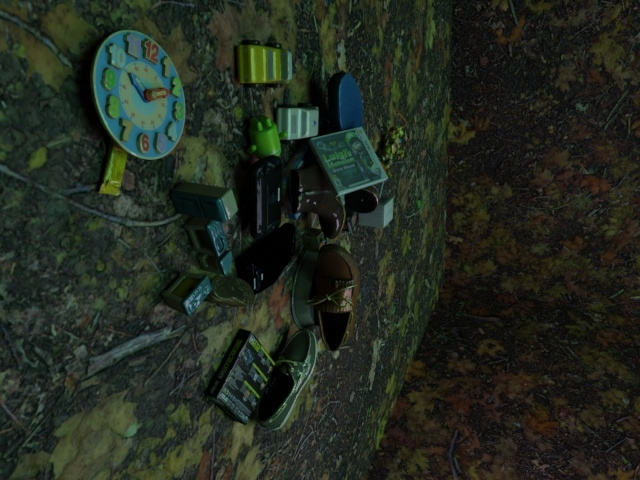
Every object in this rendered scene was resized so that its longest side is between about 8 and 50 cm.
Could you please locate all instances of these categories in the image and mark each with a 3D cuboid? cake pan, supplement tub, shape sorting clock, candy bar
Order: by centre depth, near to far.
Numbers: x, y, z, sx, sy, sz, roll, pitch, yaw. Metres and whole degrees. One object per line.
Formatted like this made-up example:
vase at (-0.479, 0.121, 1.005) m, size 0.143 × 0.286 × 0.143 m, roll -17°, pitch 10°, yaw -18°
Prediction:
candy bar at (-0.333, -0.153, 0.790) m, size 0.040 × 0.018 × 0.161 m, roll 13°, pitch 87°, yaw -64°
shape sorting clock at (-0.291, -0.238, 0.791) m, size 0.206 × 0.041 × 0.206 m, roll -4°, pitch 90°, yaw -67°
supplement tub at (0.138, -0.181, 1.432) m, size 0.106 × 0.106 × 0.197 m, roll 72°, pitch 26°, yaw -45°
cake pan at (-0.001, 0.150, 1.564) m, size 0.293 × 0.054 × 0.292 m, roll -36°, pitch 131°, yaw -56°

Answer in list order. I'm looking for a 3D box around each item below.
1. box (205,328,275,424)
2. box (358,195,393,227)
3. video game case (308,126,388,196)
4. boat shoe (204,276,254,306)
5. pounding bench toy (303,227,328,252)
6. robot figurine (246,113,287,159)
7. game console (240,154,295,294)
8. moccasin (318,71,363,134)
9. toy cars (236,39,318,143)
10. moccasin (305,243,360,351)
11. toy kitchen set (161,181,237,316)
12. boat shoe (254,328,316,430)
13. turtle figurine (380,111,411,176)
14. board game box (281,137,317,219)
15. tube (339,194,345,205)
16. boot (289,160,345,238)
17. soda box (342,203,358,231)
box at (-0.199, 0.353, 1.234) m, size 0.190 × 0.045 × 0.184 m, roll 67°, pitch 38°, yaw -48°
box at (0.197, -0.106, 1.701) m, size 0.101 × 0.102 × 0.087 m, roll -41°, pitch 134°, yaw -56°
video game case at (0.080, -0.222, 1.324) m, size 0.191 × 0.022 × 0.173 m, roll -21°, pitch 81°, yaw -33°
boat shoe at (-0.215, 0.122, 1.099) m, size 0.178 × 0.060 × 0.064 m, roll 26°, pitch 48°, yaw -62°
pounding bench toy at (0.000, 0.000, 1.473) m, size 0.065 × 0.083 × 0.052 m, roll -46°, pitch 139°, yaw -49°
robot figurine at (-0.131, -0.237, 1.129) m, size 0.101 × 0.067 × 0.115 m, roll -31°, pitch 134°, yaw -24°
game console at (-0.127, -0.039, 1.193) m, size 0.213 × 0.044 × 0.361 m, roll -45°, pitch 146°, yaw -51°
moccasin at (0.053, -0.342, 1.433) m, size 0.137 × 0.117 × 0.341 m, roll -49°, pitch 147°, yaw -28°
toy cars at (-0.073, -0.356, 1.184) m, size 0.393 × 0.087 × 0.176 m, roll 52°, pitch 53°, yaw -58°
moccasin at (0.037, 0.179, 1.452) m, size 0.147 × 0.139 × 0.379 m, roll -61°, pitch 160°, yaw -52°
toy kitchen set at (-0.239, 0.021, 0.931) m, size 0.166 × 0.122 × 0.207 m, roll -55°, pitch 145°, yaw -42°
boat shoe at (-0.098, 0.393, 1.385) m, size 0.304 × 0.109 × 0.091 m, roll -66°, pitch 157°, yaw -19°
turtle figurine at (0.282, -0.381, 1.926) m, size 0.217 × 0.087 × 0.269 m, roll -66°, pitch 161°, yaw -12°
board game box at (-0.055, -0.176, 1.349) m, size 0.201 × 0.035 × 0.136 m, roll -61°, pitch 149°, yaw -36°
tube at (0.072, -0.198, 1.600) m, size 0.080 × 0.052 × 0.206 m, roll 56°, pitch 44°, yaw -62°
boot at (-0.018, -0.100, 1.343) m, size 0.207 × 0.090 × 0.248 m, roll -26°, pitch 123°, yaw -50°
soda box at (0.113, -0.112, 1.707) m, size 0.168 × 0.053 × 0.060 m, roll -63°, pitch 150°, yaw -31°
